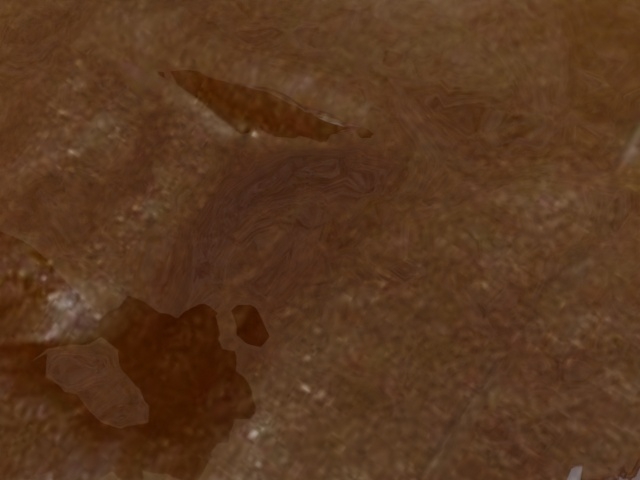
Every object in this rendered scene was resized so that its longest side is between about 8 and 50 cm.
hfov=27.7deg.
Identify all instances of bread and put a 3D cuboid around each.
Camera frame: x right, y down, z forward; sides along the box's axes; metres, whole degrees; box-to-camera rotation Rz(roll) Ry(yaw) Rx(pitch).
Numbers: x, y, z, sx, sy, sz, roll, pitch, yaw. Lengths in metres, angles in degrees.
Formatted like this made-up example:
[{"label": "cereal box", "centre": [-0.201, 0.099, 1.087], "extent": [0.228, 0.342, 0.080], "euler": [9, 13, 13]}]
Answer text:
[{"label": "bread", "centre": [0.000, 0.000, 0.468], "extent": [0.333, 0.324, 0.143], "euler": [32, 178, 20]}]
